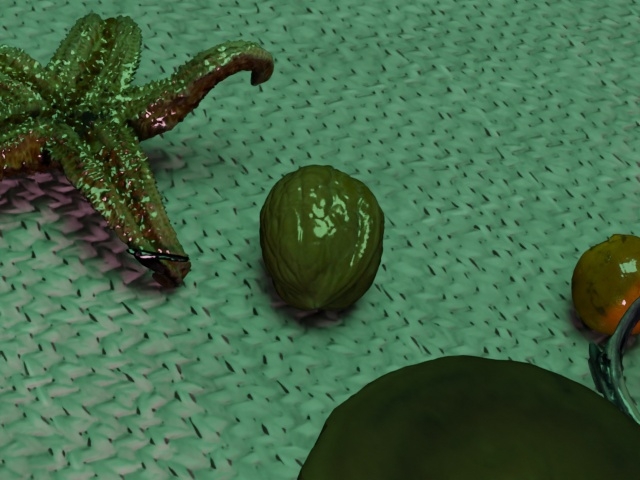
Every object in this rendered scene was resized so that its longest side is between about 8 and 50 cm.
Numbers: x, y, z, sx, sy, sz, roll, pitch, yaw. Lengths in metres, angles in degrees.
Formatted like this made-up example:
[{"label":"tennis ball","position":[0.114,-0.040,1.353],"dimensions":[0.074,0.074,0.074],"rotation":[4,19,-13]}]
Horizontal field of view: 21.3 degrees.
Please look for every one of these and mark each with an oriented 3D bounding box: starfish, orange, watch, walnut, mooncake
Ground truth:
[{"label":"starfish","position":[-0.184,-0.086,1.360],"dimensions":[0.312,0.113,0.303],"rotation":[-20,49,-20]},{"label":"orange","position":[0.239,0.036,1.355],"dimensions":[0.084,0.083,0.083],"rotation":[7,43,-7]},{"label":"watch","position":[0.307,0.116,1.235],"dimensions":[0.193,0.068,0.206],"rotation":[-21,71,10]},{"label":"walnut","position":[0.000,0.000,1.322],"dimensions":[0.105,0.105,0.124],"rotation":[11,54,-3]},{"label":"mooncake","position":[0.109,0.224,1.063],"dimensions":[0.290,0.161,0.290],"rotation":[9,42,-8]}]
